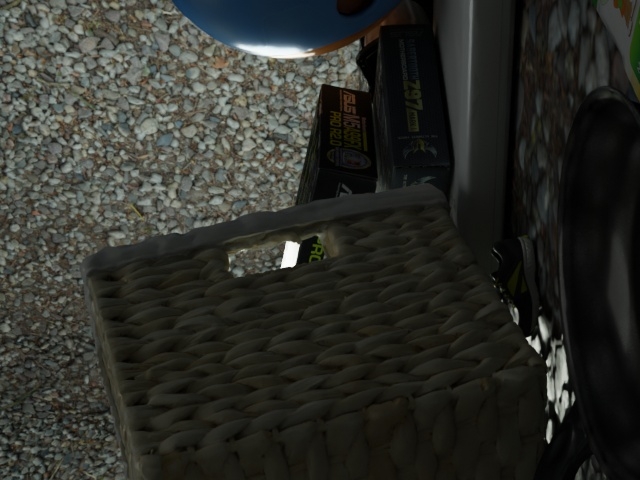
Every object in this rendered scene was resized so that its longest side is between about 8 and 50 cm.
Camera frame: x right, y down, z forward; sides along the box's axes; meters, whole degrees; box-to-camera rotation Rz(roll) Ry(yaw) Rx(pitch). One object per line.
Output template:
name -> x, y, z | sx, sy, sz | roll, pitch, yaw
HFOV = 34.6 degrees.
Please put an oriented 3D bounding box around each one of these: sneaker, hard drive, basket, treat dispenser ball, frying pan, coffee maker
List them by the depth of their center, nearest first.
frying pan -> 0.155, 0.082, 0.528 | 0.197, 0.053, 0.326 | -95, 1, -67
sneaker -> 0.155, 0.037, 0.825 | 0.031, 0.035, 0.083 | 89, 179, -74
basket -> -0.006, 0.175, 0.874 | 0.266, 0.328, 0.331 | -116, 18, -52
hard drive -> 0.141, -0.126, 0.990 | 0.233, 0.047, 0.353 | -93, 1, -65
treat dispenser ball -> -0.033, -0.324, 1.011 | 0.288, 0.288, 0.288 | 178, 90, -89
coffee maker -> 0.097, -0.221, 1.211 | 0.178, 0.120, 0.171 | -92, 0, -48

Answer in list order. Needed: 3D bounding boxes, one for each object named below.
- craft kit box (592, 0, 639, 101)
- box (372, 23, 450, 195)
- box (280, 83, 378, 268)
craft kit box -> 0.150, -0.150, 0.338 | 0.246, 0.061, 0.250 | -97, 4, -47
box -> 0.088, -0.080, 1.075 | 0.232, 0.059, 0.183 | 90, 179, -56
box -> 0.000, 0.000, 1.084 | 0.216, 0.060, 0.270 | -87, 10, -61
